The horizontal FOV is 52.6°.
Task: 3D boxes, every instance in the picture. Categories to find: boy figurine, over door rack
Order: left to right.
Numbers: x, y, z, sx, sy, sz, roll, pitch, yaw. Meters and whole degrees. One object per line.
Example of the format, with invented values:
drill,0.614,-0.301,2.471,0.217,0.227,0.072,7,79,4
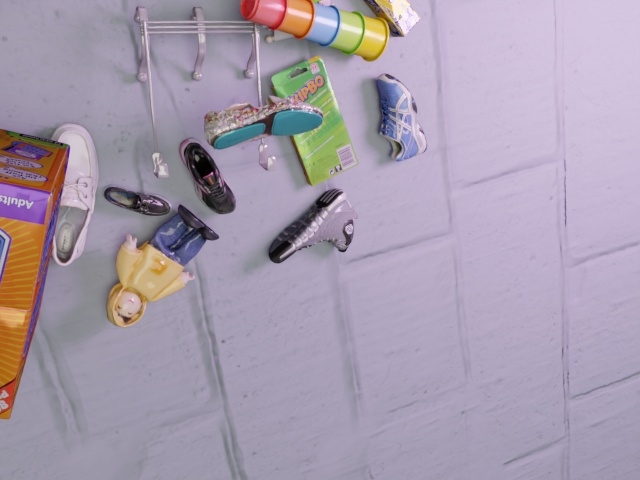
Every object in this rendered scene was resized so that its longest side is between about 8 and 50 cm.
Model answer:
boy figurine,-0.350,0.056,1.345,0.285,0.092,0.177,-47,127,-5
over door rack,-0.230,-0.288,1.273,0.240,0.108,0.324,-8,96,-20

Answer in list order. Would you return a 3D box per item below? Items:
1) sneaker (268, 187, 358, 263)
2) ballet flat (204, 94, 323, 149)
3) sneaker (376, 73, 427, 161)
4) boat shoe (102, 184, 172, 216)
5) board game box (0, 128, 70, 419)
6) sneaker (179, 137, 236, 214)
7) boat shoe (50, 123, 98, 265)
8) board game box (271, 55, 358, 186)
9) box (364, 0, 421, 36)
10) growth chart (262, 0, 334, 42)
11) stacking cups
sneaker,0.000,0.000,1.475,0.229,0.086,0.132,-43,118,-6
ballet flat,-0.110,-0.236,1.227,0.241,0.091,0.077,-15,66,-25
sneaker,0.172,-0.275,1.463,0.081,0.080,0.211,-33,113,-14
boat shoe,-0.373,-0.077,1.325,0.142,0.040,0.049,15,99,-25
board game box,-0.614,0.012,0.996,0.357,0.356,0.356,11,104,-20
sneaker,-0.234,-0.125,1.347,0.072,0.077,0.178,-36,116,-7
boat shoe,-0.480,-0.083,1.249,0.098,0.096,0.276,1,105,-22
board game box,-0.013,-0.260,1.419,0.124,0.039,0.259,-27,116,-13
box,0.137,-0.519,1.392,0.169,0.054,0.059,42,87,-26
growth chart,-0.053,-0.494,1.278,0.172,0.021,0.237,-23,149,-8
stacking cups,-0.005,-0.441,1.291,0.316,0.096,0.095,5,104,-39
